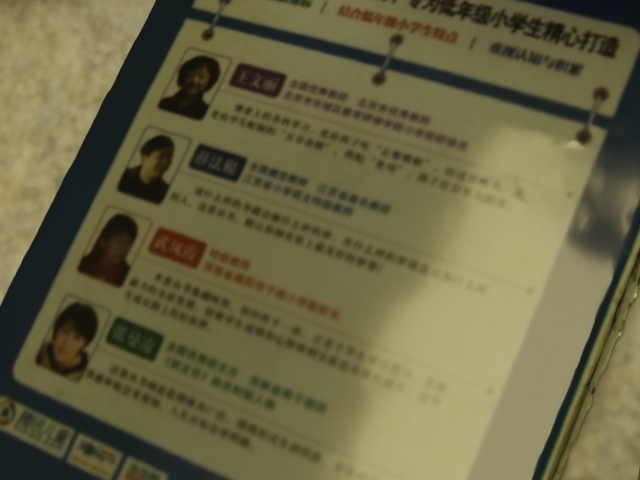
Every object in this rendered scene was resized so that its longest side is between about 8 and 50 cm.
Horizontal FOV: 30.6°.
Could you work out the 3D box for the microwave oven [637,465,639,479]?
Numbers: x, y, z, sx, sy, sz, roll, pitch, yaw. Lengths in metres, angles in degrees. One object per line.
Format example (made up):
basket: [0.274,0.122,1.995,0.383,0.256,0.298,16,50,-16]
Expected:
microwave oven: [0.217,0.109,0.413,0.204,0.129,0.163,6,74,20]

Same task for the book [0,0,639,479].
book: [0.000,0.000,0.577,0.300,0.039,0.428,20,78,24]
